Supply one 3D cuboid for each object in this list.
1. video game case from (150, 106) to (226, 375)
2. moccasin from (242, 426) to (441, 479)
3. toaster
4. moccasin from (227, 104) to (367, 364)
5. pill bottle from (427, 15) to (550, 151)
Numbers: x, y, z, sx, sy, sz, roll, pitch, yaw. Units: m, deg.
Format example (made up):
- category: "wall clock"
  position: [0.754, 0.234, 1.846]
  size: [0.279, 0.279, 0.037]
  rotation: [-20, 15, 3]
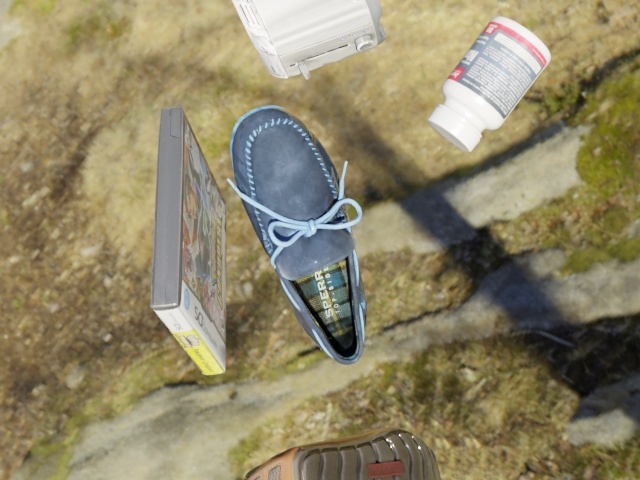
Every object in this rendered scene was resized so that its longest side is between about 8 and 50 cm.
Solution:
- category: "video game case"
  position: [-0.165, 0.008, 1.169]
  size: [0.035, 0.248, 0.275]
  rotation: [-5, 63, 6]
- category: "moccasin"
  position: [0.036, 0.325, 1.148]
  size: [0.147, 0.380, 0.139]
  rotation: [-24, 73, 32]
- category: "toaster"
  position: [-0.031, -0.297, 1.022]
  size: [0.146, 0.129, 0.227]
  rotation: [-25, 77, 2]
- category: "moccasin"
  position: [0.000, 0.000, 1.060]
  size: [0.138, 0.342, 0.117]
  rotation: [-27, 32, -3]
- category: "pill bottle"
  position: [0.241, -0.225, 1.306]
  size: [0.180, 0.108, 0.108]
  rotation: [-53, 37, 2]
